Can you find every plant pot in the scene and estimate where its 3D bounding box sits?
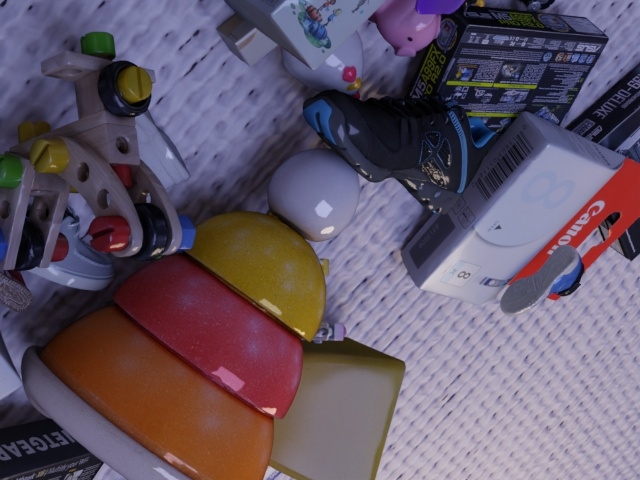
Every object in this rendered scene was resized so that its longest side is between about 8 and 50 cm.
[{"bbox_3d":[-0.028,0.241,1.415,0.187,0.212,0.212,17,88,-23],"label":"plant pot"}]

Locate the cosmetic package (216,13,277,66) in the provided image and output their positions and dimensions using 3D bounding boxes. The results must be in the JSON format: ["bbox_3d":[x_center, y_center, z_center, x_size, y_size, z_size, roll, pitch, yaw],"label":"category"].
[{"bbox_3d":[-0.063,-0.268,1.169,0.115,0.060,0.041,-41,132,-6],"label":"cosmetic package"}]

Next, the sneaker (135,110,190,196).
[{"bbox_3d":[-0.240,-0.124,1.142,0.094,0.080,0.212,-30,134,1],"label":"sneaker"}]

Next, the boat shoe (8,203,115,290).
[{"bbox_3d":[-0.328,-0.008,1.151,0.227,0.079,0.081,28,101,-42],"label":"boat shoe"}]

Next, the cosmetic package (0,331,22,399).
[{"bbox_3d":[-0.461,0.105,1.088,0.151,0.151,0.184,-32,133,-12],"label":"cosmetic package"}]

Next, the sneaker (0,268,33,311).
[{"bbox_3d":[-0.396,0.035,1.153,0.042,0.067,0.118,-44,119,-7],"label":"sneaker"}]

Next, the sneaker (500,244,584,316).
[{"bbox_3d":[0.364,0.078,1.563,0.152,0.058,0.084,-44,142,5],"label":"sneaker"}]

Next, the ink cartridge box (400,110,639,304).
[{"bbox_3d":[0.365,-0.014,1.535,0.384,0.091,0.308,17,125,-35],"label":"ink cartridge box"}]

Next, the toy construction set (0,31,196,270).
[{"bbox_3d":[-0.293,-0.087,0.997,0.308,0.257,0.237,-6,91,-29],"label":"toy construction set"}]

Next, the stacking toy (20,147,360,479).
[{"bbox_3d":[-0.109,0.085,1.232,0.480,0.350,0.350,-54,134,-9],"label":"stacking toy"}]

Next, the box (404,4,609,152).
[{"bbox_3d":[0.255,-0.221,1.383,0.270,0.060,0.216,-4,134,-31],"label":"box"}]

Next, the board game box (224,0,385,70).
[{"bbox_3d":[0.028,-0.355,1.060,0.303,0.224,0.097,-45,132,1],"label":"board game box"}]

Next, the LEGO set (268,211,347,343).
[{"bbox_3d":[0.000,0.000,1.363,0.107,0.132,0.287,11,87,-58],"label":"LEGO set"}]

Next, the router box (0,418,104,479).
[{"bbox_3d":[-0.428,0.352,1.228,0.243,0.081,0.309,-54,163,9],"label":"router box"}]

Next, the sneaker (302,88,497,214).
[{"bbox_3d":[0.105,-0.143,1.234,0.140,0.125,0.340,-50,149,16],"label":"sneaker"}]

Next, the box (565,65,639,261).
[{"bbox_3d":[0.561,-0.144,1.653,0.242,0.076,0.307,-39,133,-4],"label":"box"}]

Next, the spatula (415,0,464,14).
[{"bbox_3d":[0.051,-0.270,0.958,0.296,0.030,0.084,-5,125,-33],"label":"spatula"}]

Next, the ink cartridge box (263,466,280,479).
[{"bbox_3d":[-0.155,0.386,1.550,0.223,0.045,0.224,-44,134,-2],"label":"ink cartridge box"}]

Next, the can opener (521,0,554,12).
[{"bbox_3d":[0.260,-0.366,1.332,0.186,0.073,0.059,9,152,-34],"label":"can opener"}]

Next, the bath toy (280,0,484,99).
[{"bbox_3d":[0.112,-0.298,1.202,0.348,0.151,0.129,-40,123,-2],"label":"bath toy"}]
